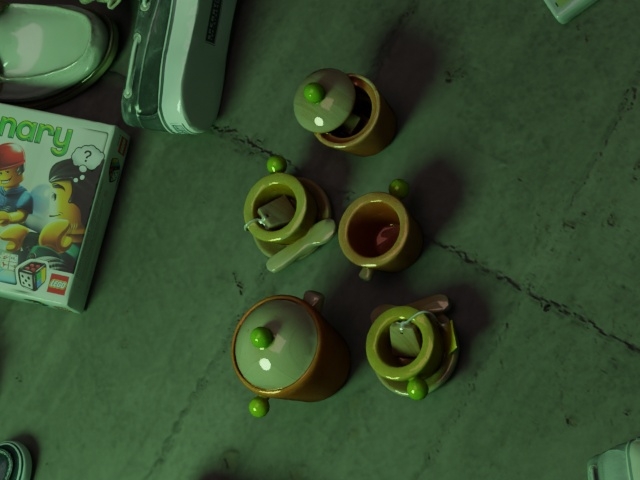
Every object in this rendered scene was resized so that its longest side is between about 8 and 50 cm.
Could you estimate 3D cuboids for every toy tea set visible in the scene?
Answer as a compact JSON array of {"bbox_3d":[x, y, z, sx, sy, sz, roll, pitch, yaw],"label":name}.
[{"bbox_3d":[0.000,0.000,1.847,0.200,0.124,0.336,-19,67,21],"label":"toy tea set"}]

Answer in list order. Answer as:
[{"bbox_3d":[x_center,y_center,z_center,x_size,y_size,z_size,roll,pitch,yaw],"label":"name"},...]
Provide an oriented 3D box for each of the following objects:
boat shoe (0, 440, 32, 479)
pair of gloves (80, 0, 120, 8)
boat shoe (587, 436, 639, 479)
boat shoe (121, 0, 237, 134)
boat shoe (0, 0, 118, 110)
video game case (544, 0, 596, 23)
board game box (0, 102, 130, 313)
[{"bbox_3d":[-0.364,0.271,1.975,0.065,0.083,0.183,40,94,31],"label":"boat shoe"},{"bbox_3d":[-0.185,-0.349,2.033,0.240,0.042,0.204,-57,24,10],"label":"pair of gloves"},{"bbox_3d":[0.265,0.278,1.658,0.081,0.079,0.227,-20,61,31],"label":"boat shoe"},{"bbox_3d":[-0.141,-0.256,2.018,0.102,0.108,0.301,6,84,27],"label":"boat shoe"},{"bbox_3d":[-0.362,-0.202,2.110,0.302,0.103,0.113,-5,73,26],"label":"boat shoe"},{"bbox_3d":[0.253,-0.339,1.881,0.193,0.023,0.212,-36,62,13],"label":"video game case"},{"bbox_3d":[-0.366,-0.049,2.055,0.305,0.053,0.193,11,79,15],"label":"board game box"}]
